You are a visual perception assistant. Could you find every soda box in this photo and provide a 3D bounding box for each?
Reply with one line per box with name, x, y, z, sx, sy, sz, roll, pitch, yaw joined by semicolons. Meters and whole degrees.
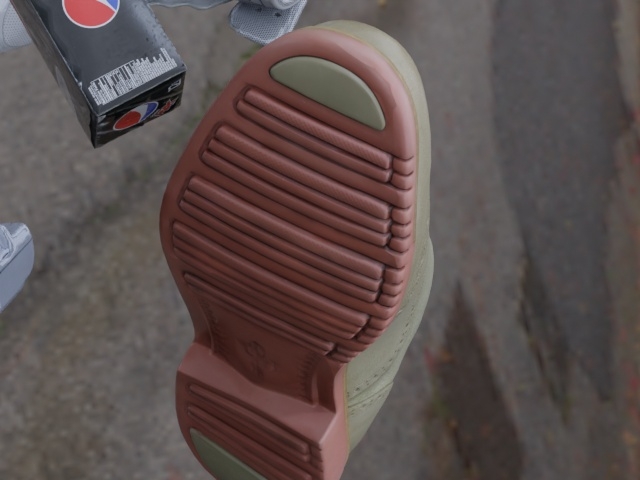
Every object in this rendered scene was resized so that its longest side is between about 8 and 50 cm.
soda box;-0.132;-0.135;0.942;0.169;0.053;0.060;60;-14;9

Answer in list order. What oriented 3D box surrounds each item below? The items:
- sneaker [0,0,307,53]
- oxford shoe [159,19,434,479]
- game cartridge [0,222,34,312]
sneaker;-0.146;-0.247;1.660;0.210;0.366;0.137;46;-15;27
oxford shoe;0.000;0.000;1.056;0.146;0.140;0.397;-52;167;-35
game cartridge;-0.324;0.075;1.122;0.294;0.196;0.060;-54;139;-51
